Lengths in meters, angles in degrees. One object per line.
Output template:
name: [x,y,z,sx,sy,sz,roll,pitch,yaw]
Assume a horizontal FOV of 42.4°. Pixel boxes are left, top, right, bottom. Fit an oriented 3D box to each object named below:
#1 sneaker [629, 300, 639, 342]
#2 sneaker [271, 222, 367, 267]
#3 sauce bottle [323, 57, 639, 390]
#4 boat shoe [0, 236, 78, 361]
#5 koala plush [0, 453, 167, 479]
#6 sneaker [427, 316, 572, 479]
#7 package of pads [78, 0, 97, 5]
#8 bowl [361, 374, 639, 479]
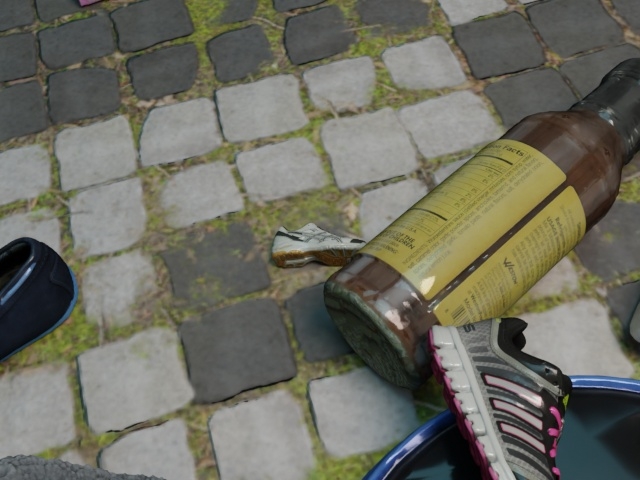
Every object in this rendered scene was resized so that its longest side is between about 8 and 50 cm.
sneaker: [0.324,0.012,0.644,0.094,0.080,0.212,30,70,10]
sneaker: [0.000,0.000,0.698,0.083,0.032,0.037,-1,56,4]
sauce bottle: [0.159,-0.027,0.655,0.344,0.111,0.111,-37,60,-20]
boat shoe: [-0.320,0.077,0.641,0.109,0.089,0.258,37,66,26]
koala plush: [-0.138,0.254,0.455,0.221,0.203,0.196,-44,48,29]
sneaker: [0.126,0.112,0.497,0.075,0.063,0.170,-21,51,-2]
package of pads: [-0.239,-0.298,0.925,0.083,0.032,0.050,-22,54,-9]
bowl: [0.172,0.258,0.479,0.391,0.077,0.391,-3,55,4]
